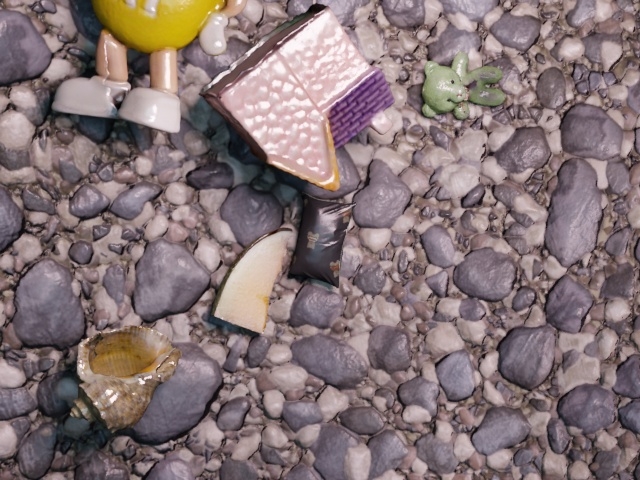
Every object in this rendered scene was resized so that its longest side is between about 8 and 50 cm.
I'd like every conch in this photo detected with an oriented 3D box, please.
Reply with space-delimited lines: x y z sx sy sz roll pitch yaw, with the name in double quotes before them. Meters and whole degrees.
"conch" -0.315 0.213 1.779 0.207 0.130 0.155 -33 112 -20

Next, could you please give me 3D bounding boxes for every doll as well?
"doll" 0.242 -0.258 1.872 0.150 0.077 0.115 -9 106 -20
"doll" -0.282 -0.367 1.734 0.348 0.161 0.423 -13 86 7

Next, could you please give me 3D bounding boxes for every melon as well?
"melon" -0.111 0.056 1.842 0.098 0.054 0.182 17 92 -16

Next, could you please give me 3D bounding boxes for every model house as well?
"model house" -0.026 -0.212 1.769 0.237 0.202 0.237 -41 105 -9

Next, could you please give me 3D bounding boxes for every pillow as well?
"pillow" 0.000 0.000 1.857 0.090 0.048 0.150 11 95 -13
